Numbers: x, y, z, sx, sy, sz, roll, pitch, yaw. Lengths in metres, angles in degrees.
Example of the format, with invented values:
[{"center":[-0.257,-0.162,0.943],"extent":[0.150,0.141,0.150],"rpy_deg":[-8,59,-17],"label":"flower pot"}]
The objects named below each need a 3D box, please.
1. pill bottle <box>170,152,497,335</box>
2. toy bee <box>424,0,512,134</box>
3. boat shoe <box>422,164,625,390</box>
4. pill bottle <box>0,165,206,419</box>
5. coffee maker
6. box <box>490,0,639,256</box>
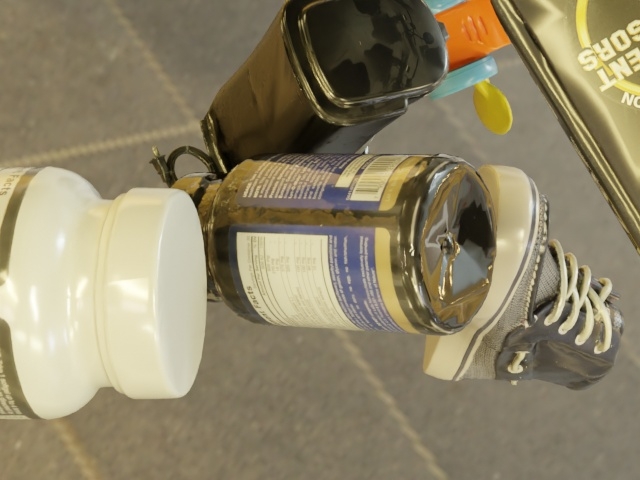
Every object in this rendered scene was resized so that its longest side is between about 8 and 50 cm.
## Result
[{"center":[0.000,0.000,1.337],"extent":[0.219,0.123,0.123],"rpy_deg":[2,27,33],"label":"pill bottle"},{"center":[0.099,-0.195,1.838],"extent":[0.298,0.195,0.162],"rpy_deg":[-3,5,-6],"label":"toy bee"},{"center":[0.186,0.037,1.605],"extent":[0.158,0.340,0.127],"rpy_deg":[8,72,-3],"label":"boat shoe"},{"center":[-0.221,0.033,1.230],"extent":[0.278,0.162,0.162],"rpy_deg":[0,43,10],"label":"pill bottle"},{"center":[-0.011,-0.096,1.400],"extent":[0.171,0.178,0.120],"rpy_deg":[-41,88,-27],"label":"coffee maker"},{"center":[0.334,-0.100,1.033],"extent":[0.318,0.395,0.097],"rpy_deg":[61,5,5],"label":"box"}]
